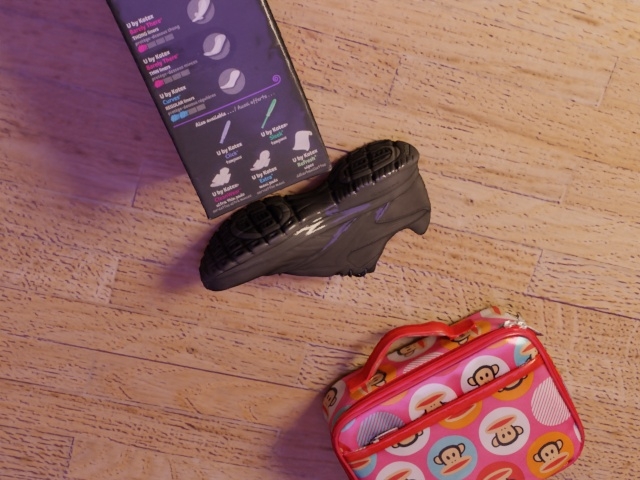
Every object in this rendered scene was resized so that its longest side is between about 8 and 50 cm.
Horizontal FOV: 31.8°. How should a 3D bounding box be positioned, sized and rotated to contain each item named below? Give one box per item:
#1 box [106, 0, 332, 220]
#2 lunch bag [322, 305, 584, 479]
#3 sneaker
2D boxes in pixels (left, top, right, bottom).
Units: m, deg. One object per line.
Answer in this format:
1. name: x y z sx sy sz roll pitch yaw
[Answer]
1. box: -0.107 -0.186 1.150 0.143 0.165 0.270 -23 115 1
2. lunch bag: 0.157 0.213 1.396 0.293 0.120 0.258 -28 110 1
3. sneaker: 0.000 0.000 1.284 0.286 0.109 0.130 -25 121 4
